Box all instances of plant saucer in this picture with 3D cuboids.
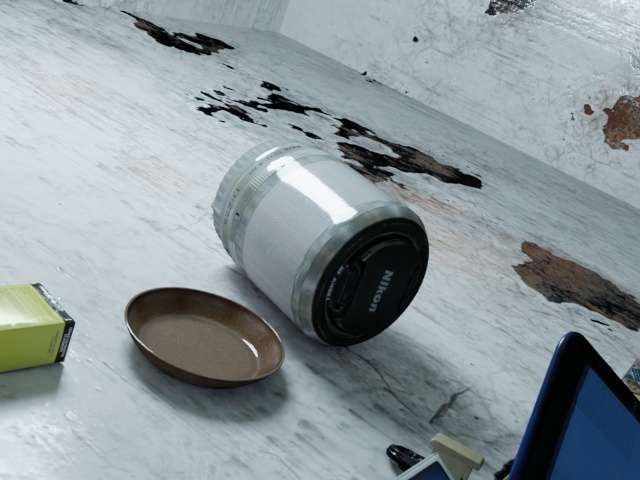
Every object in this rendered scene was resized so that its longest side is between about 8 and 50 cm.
[{"bbox_3d":[-0.141,0.121,0.990,0.198,0.036,0.199,19,22,-8],"label":"plant saucer"}]

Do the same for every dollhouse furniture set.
[{"bbox_3d":[0.211,0.233,0.901,0.160,0.101,0.182,26,6,17],"label":"dollhouse furniture set"}]

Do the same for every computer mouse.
[{"bbox_3d":[0.159,0.292,0.868,0.242,0.041,0.071,30,8,40],"label":"computer mouse"}]

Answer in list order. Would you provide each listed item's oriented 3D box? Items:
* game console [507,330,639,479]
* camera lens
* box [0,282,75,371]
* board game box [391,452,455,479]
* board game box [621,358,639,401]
[{"bbox_3d":[0.285,0.263,0.700,0.293,0.173,0.250,42,5,-34],"label":"game console"},{"bbox_3d":[0.000,0.000,1.164,0.219,0.220,0.274,1,28,-42],"label":"camera lens"},{"bbox_3d":[-0.368,0.093,0.810,0.087,0.058,0.232,36,24,34],"label":"box"},{"bbox_3d":[0.022,0.287,0.523,0.305,0.053,0.193,-18,68,-41],"label":"board game box"},{"bbox_3d":[0.523,0.270,1.253,0.165,0.042,0.243,32,23,24],"label":"board game box"}]
